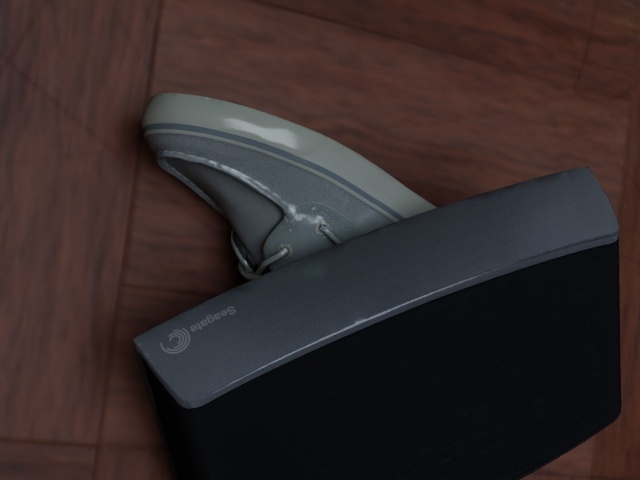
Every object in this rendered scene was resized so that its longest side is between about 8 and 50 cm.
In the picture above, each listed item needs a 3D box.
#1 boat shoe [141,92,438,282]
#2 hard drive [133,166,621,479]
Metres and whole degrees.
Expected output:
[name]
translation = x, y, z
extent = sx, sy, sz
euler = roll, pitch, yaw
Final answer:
[boat shoe]
translation = 0.000, 0.000, 0.592
extent = 0.227, 0.079, 0.081
euler = 28, 73, -28
[hard drive]
translation = 0.046, 0.075, 0.577
extent = 0.254, 0.054, 0.172
euler = -20, 124, -15
